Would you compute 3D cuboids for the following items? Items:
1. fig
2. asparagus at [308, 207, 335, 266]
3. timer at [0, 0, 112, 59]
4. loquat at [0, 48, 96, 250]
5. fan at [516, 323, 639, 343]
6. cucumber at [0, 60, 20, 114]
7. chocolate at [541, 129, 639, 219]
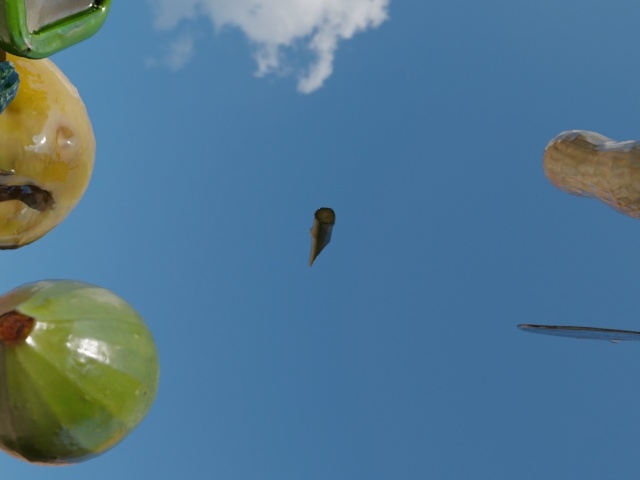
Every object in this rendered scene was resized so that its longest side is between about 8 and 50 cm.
[{"bbox_3d":[-0.409,0.191,1.098,0.316,0.316,0.316,-3,-96,37],"label":"fig"},{"bbox_3d":[0.000,0.000,1.440,0.178,0.045,0.041,99,-27,-55],"label":"asparagus"},{"bbox_3d":[-0.223,-0.220,0.579,0.047,0.140,0.128,17,-55,13],"label":"timer"},{"bbox_3d":[-0.356,-0.105,0.730,0.244,0.244,0.243,-3,-96,37],"label":"loquat"},{"bbox_3d":[0.459,0.148,1.112,0.223,0.294,0.012,-11,-108,58],"label":"fan"},{"bbox_3d":[-0.200,-0.016,0.221,0.043,0.257,0.044,46,-45,0],"label":"cucumber"},{"bbox_3d":[0.516,-0.119,1.262,0.309,0.134,0.134,29,-75,59],"label":"chocolate"}]
